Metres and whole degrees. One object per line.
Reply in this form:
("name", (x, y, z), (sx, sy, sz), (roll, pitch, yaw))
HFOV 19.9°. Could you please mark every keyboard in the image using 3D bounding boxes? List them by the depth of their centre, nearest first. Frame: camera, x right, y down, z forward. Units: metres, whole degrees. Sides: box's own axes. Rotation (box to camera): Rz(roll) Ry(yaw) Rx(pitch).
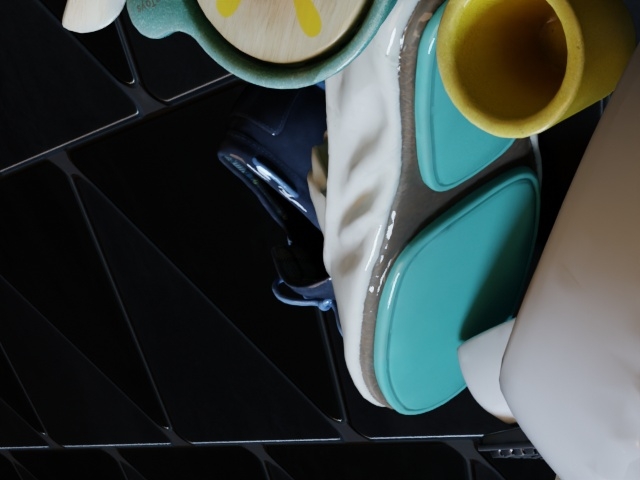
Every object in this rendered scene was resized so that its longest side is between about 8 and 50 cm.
("keyboard", (0.191, 0.118, 1.068), (0.180, 0.023, 0.108), (5, 164, -37))

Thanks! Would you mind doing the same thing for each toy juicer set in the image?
("toy juicer set", (-0.014, -0.170, 0.790), (0.329, 0.089, 0.209), (14, 109, 37))

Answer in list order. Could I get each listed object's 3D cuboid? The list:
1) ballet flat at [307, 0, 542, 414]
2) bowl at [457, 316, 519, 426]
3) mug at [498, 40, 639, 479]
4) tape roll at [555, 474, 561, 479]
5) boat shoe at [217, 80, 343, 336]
("ballet flat", (0.049, -0.055, 1.004), (0.139, 0.139, 0.400), (29, 150, 20))
("bowl", (0.161, 0.074, 1.037), (0.142, 0.053, 0.142), (2, 166, -22))
("mug", (0.232, 0.088, 0.675), (0.328, 0.276, 0.374), (25, 119, 11))
("tape roll", (0.238, 0.170, 0.916), (0.100, 0.286, 0.286), (5, 140, 49))
("boat shoe", (0.000, 0.000, 1.184), (0.109, 0.089, 0.258), (10, 143, 48))
